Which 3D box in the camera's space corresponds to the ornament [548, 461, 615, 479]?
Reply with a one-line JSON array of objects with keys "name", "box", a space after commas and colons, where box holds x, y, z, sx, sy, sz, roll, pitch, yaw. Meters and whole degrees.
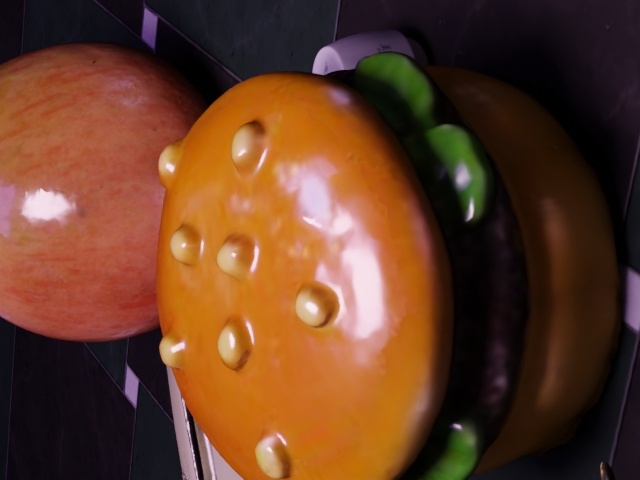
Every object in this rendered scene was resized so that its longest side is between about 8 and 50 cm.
[{"name": "ornament", "box": [0.194, 0.298, 1.353, 0.080, 0.202, 0.236, 4, 99, 22]}]

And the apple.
[{"name": "apple", "box": [-0.287, -0.056, 2.044, 0.364, 0.364, 0.364, 18, 110, 60]}]

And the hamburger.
[{"name": "hamburger", "box": [0.038, 0.038, 1.450, 0.396, 0.277, 0.395, 13, 106, 52]}]

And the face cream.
[{"name": "face cream", "box": [0.048, -0.152, 1.638, 0.091, 0.095, 0.091, 19, 112, 59]}]

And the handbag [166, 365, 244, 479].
[{"name": "handbag", "box": [-0.067, 0.253, 1.865, 0.237, 0.160, 0.358, 151, 111, -68]}]
